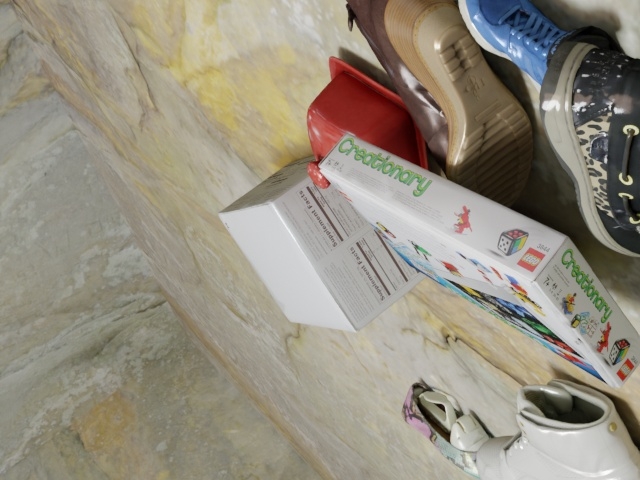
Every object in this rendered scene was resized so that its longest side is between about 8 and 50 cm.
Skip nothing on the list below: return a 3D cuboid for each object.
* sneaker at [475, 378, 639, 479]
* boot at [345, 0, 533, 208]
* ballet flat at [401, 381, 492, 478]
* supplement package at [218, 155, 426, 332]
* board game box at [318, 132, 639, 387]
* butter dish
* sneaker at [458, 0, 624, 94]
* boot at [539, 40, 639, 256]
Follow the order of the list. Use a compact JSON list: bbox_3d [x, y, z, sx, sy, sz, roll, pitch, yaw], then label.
[{"bbox_3d":[0.273,0.238,1.154,0.293,0.108,0.169,-7,117,59],"label":"sneaker"},{"bbox_3d":[0.106,-0.157,0.905,0.207,0.090,0.248,55,174,48],"label":"boot"},{"bbox_3d":[0.206,0.292,1.475,0.221,0.077,0.079,33,134,48],"label":"ballet flat"},{"bbox_3d":[0.000,0.000,1.309,0.204,0.145,0.262,57,162,-11],"label":"supplement package"},{"bbox_3d":[0.146,0.012,0.896,0.305,0.053,0.193,33,171,49],"label":"board game box"},{"bbox_3d":[0.037,-0.102,1.070,0.160,0.118,0.159,40,157,36],"label":"butter dish"},{"bbox_3d":[0.174,-0.154,0.721,0.152,0.058,0.084,50,168,-3],"label":"sneaker"},{"bbox_3d":[0.268,-0.046,0.643,0.179,0.085,0.236,11,158,40],"label":"boot"}]
